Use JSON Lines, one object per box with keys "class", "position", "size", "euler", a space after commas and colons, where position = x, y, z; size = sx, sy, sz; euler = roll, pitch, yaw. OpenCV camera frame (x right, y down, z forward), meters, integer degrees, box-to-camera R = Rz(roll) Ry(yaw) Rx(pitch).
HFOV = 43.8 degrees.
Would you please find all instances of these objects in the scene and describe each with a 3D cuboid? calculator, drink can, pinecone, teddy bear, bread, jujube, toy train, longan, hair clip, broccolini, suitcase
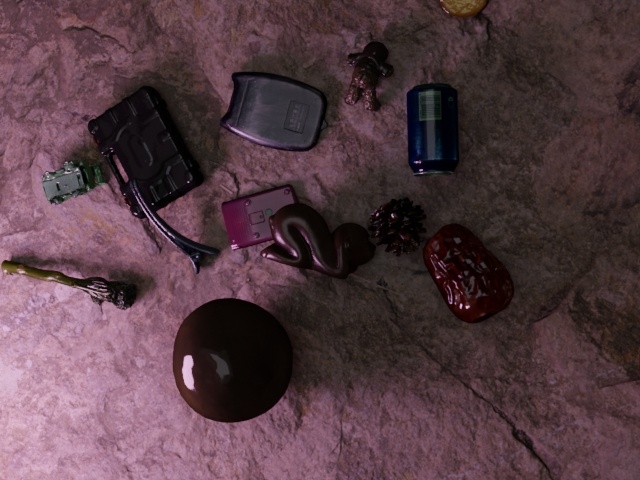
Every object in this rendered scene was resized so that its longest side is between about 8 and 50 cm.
{"class": "calculator", "position": [-0.110, -0.313, 1.930], "size": [0.268, 0.040, 0.177], "euler": [15, 96, 9]}
{"class": "drink can", "position": [0.253, -0.247, 1.799], "size": [0.118, 0.118, 0.204], "euler": [0, 90, 14]}
{"class": "pinecone", "position": [0.180, -0.029, 1.806], "size": [0.140, 0.140, 0.120], "euler": [-23, 69, 13]}
{"class": "teddy bear", "position": [0.107, -0.389, 1.854], "size": [0.120, 0.078, 0.160], "euler": [18, 95, 17]}
{"class": "bread", "position": [0.355, -0.581, 1.807], "size": [0.188, 0.065, 0.149], "euler": [4, 102, 11]}
{"class": "jujube", "position": [0.323, 0.073, 1.769], "size": [0.155, 0.155, 0.230], "euler": [-39, 75, 11]}
{"class": "calculator", "position": [-0.143, -0.058, 1.938], "size": [0.191, 0.034, 0.126], "euler": [-16, 85, 12]}
{"class": "toy train", "position": [-0.635, -0.149, 2.038], "size": [0.149, 0.081, 0.099], "euler": [-19, 86, 18]}
{"class": "longan", "position": [-0.205, 0.274, 1.820], "size": [0.298, 0.297, 0.297], "euler": [0, 90, 14]}
{"class": "hair clip", "position": [-0.374, -0.037, 1.945], "size": [0.083, 0.048, 0.275], "euler": [-43, 101, 13]}
{"class": "broccolini", "position": [-0.652, 0.115, 2.057], "size": [0.392, 0.079, 0.073], "euler": [11, 103, 21]}
{"class": "suitcase", "position": [-0.437, -0.219, 1.992], "size": [0.206, 0.066, 0.285], "euler": [-30, 84, 11]}

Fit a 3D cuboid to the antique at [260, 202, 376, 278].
{"class": "antique", "position": [0.000, 0.000, 1.853], "size": [0.257, 0.121, 0.143], "euler": [17, 99, 10]}
